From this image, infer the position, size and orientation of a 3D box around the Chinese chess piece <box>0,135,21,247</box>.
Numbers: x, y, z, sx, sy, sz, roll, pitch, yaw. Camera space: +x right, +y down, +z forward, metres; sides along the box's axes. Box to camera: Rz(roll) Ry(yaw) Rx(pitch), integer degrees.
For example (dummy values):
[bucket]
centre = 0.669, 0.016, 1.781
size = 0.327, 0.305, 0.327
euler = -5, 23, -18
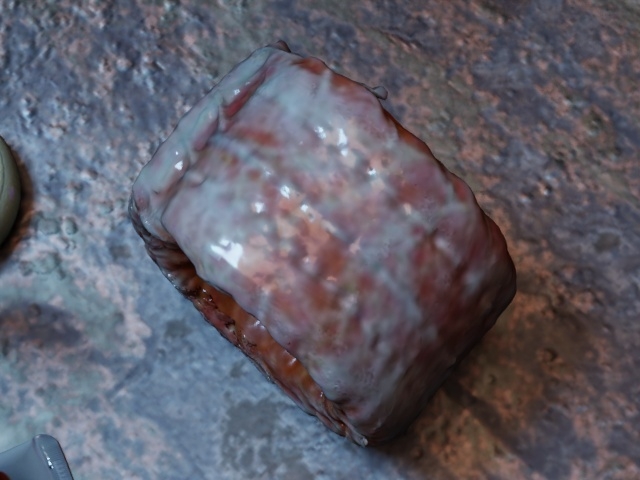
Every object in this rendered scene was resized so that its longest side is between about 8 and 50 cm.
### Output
[Chinese chess piece]
centre = -0.271, -0.035, 1.349
size = 0.122, 0.051, 0.122
euler = -1, 73, 4

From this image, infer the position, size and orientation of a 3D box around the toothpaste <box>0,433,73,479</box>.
[toothpaste]
centre = -0.305, 0.221, 1.244
size = 0.323, 0.066, 0.100
euler = -19, 69, -21

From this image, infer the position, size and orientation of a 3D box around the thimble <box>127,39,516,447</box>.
[thimble]
centre = 0.000, 0.000, 1.234
size = 0.239, 0.239, 0.162
euler = 42, 80, 14
